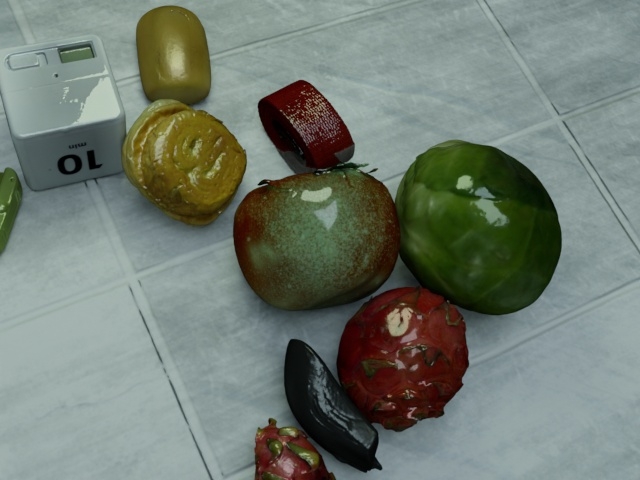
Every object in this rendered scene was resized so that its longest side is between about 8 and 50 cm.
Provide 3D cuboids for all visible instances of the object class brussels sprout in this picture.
[{"bbox_3d":[0.280,-0.039,1.463,0.289,0.281,0.355,12,35,-27],"label":"brussels sprout"}]

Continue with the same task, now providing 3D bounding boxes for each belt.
[{"bbox_3d":[-0.021,-0.223,1.569,0.124,0.128,0.201,-32,75,-22],"label":"belt"}]

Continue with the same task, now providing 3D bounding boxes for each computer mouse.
[{"bbox_3d":[0.005,0.293,1.336,0.088,0.147,0.264,-37,77,-22],"label":"computer mouse"}]

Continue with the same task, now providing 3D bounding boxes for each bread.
[{"bbox_3d":[-0.247,-0.141,1.456,0.236,0.120,0.198,41,63,-26],"label":"bread"},{"bbox_3d":[-0.296,-0.379,1.600,0.147,0.098,0.217,-9,67,-12],"label":"bread"}]

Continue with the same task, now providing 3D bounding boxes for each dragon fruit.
[{"bbox_3d":[-0.041,0.391,1.293,0.208,0.150,0.133,45,23,5],"label":"dragon fruit"},{"bbox_3d":[0.142,0.201,1.358,0.240,0.241,0.253,16,89,-5],"label":"dragon fruit"}]

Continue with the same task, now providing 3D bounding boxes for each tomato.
[{"bbox_3d":[0.000,0.000,1.409,0.303,0.303,0.239,-9,85,-16],"label":"tomato"}]

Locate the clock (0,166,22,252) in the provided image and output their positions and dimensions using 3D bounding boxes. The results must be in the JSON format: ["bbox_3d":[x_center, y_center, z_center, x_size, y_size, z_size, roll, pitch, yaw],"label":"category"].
[{"bbox_3d":[-0.659,-0.065,1.396,0.231,0.069,0.170,11,65,-7],"label":"clock"}]

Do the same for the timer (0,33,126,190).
[{"bbox_3d":[-0.467,-0.231,1.441,0.192,0.195,0.194,-15,69,-18],"label":"timer"}]
